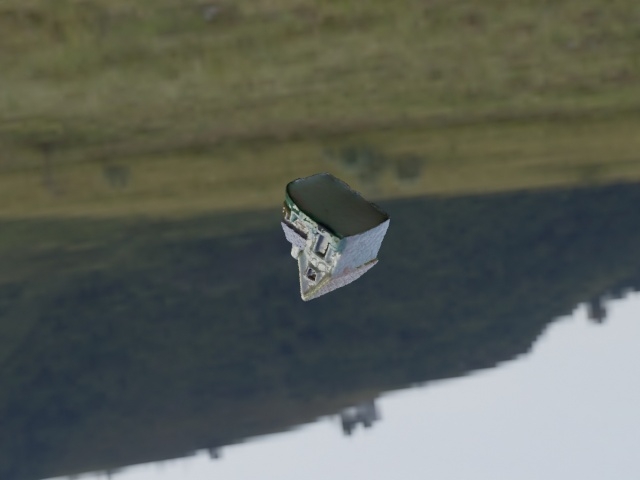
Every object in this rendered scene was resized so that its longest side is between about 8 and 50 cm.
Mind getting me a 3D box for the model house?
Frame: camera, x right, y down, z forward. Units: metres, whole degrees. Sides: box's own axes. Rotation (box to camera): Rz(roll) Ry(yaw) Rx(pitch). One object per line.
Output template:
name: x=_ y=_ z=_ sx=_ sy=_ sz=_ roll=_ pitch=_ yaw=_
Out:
model house: x=0.000 y=0.000 z=1.845 sx=0.101 sy=0.100 sz=0.088 roll=38 pitch=-142 yaw=25
